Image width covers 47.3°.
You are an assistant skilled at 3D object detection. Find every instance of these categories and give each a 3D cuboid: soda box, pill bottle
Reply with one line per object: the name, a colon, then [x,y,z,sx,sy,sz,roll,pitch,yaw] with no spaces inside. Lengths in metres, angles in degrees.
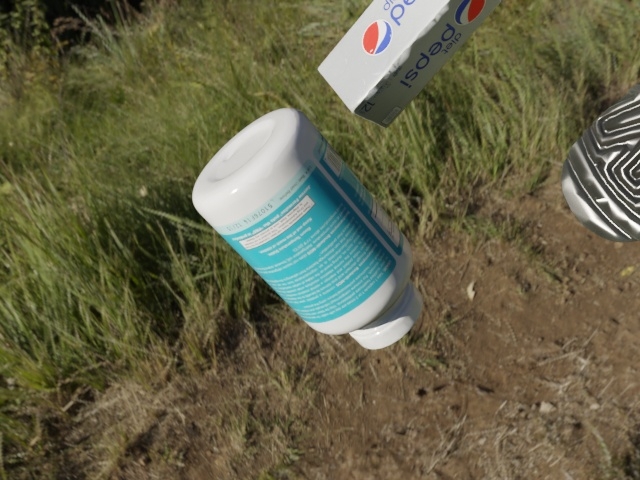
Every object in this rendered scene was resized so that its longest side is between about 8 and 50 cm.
soda box: [0.132,-0.289,0.951,0.286,0.091,0.098,-47,58,22]
pill bottle: [0.000,0.000,0.777,0.146,0.264,0.146,-33,26,18]

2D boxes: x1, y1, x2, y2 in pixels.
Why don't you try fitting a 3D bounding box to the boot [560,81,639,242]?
boot: [0.379,-0.119,0.594,0.260,0.348,0.131,-3,64,-49]
